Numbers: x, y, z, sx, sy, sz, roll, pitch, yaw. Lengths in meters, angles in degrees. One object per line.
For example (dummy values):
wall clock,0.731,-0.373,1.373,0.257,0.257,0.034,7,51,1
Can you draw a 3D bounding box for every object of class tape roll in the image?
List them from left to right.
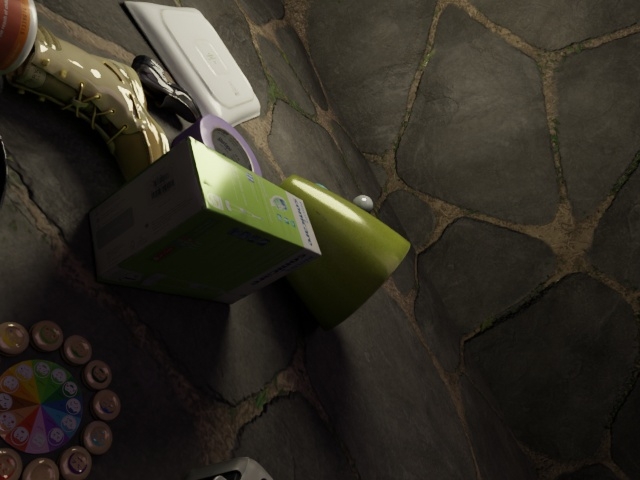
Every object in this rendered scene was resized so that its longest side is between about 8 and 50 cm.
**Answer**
tape roll,-0.211,-0.160,1.004,0.189,0.080,0.189,49,25,-31

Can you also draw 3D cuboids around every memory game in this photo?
memory game,-0.291,0.169,0.504,0.186,0.012,0.186,48,25,-31

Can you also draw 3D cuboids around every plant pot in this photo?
plant pot,0.000,0.000,1.079,0.293,0.275,0.275,45,22,-2

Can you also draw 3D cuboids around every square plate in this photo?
square plate,-0.291,-0.454,1.231,0.344,0.049,0.347,55,22,-13

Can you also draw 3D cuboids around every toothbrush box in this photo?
toothbrush box,-0.165,-0.008,0.744,0.283,0.206,0.122,25,41,-55

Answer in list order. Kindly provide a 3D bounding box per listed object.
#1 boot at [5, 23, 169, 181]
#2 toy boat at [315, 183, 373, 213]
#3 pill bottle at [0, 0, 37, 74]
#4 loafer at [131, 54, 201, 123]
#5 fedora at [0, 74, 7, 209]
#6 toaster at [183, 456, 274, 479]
boot,-0.345,-0.197,0.721,0.203,0.095,0.262,15,48,-62
toy boat,0.058,-0.063,1.395,0.267,0.148,0.318,60,22,-3
pill bottle,-0.456,-0.281,0.542,0.216,0.121,0.121,6,58,-65
loafer,-0.316,-0.290,0.974,0.170,0.062,0.061,39,52,-38
fedora,-0.385,-0.103,0.387,0.334,0.153,0.334,45,35,-44
toaster,-0.099,0.376,0.548,0.185,0.110,0.168,56,23,-15
